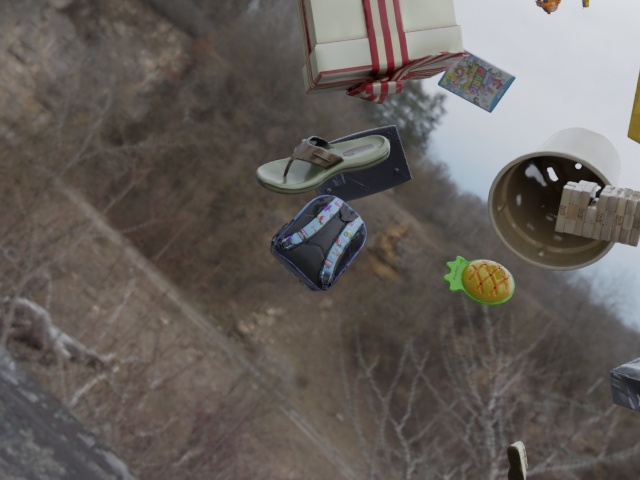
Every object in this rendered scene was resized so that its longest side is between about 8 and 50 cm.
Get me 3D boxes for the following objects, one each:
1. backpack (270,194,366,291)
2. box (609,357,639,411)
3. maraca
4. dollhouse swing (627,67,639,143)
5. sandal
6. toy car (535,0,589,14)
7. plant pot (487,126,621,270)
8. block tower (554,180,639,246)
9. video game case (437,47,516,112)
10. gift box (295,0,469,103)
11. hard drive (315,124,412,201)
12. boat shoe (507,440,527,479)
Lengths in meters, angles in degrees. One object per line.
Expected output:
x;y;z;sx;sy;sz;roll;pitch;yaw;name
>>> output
0.000;0.000;1.846;0.158;0.173;0.117;41;-12;-4;backpack
0.758;0.262;1.733;0.242;0.307;0.076;12;-65;62;box
0.415;0.104;2.353;0.186;0.127;0.099;15;-30;4;maraca
0.865;-0.286;2.002;0.305;0.315;0.347;12;8;23;dollhouse swing
0.001;-0.180;1.874;0.120;0.303;0.086;48;-28;48;sandal
0.536;-0.523;2.001;0.122;0.060;0.040;23;-52;54;toy car
0.640;-0.140;2.344;0.334;0.334;0.305;42;41;0;plant pot
0.619;-0.036;1.672;0.335;0.097;0.091;14;21;22;block tower
0.407;-0.417;2.347;0.166;0.119;0.015;25;32;-12;video game case
0.100;-0.353;1.413;0.255;0.276;0.258;-108;-169;-87;gift box
0.099;-0.202;2.385;0.054;0.255;0.172;-81;153;-70;hard drive
0.498;0.566;2.252;0.050;0.135;0.045;13;27;40;boat shoe
